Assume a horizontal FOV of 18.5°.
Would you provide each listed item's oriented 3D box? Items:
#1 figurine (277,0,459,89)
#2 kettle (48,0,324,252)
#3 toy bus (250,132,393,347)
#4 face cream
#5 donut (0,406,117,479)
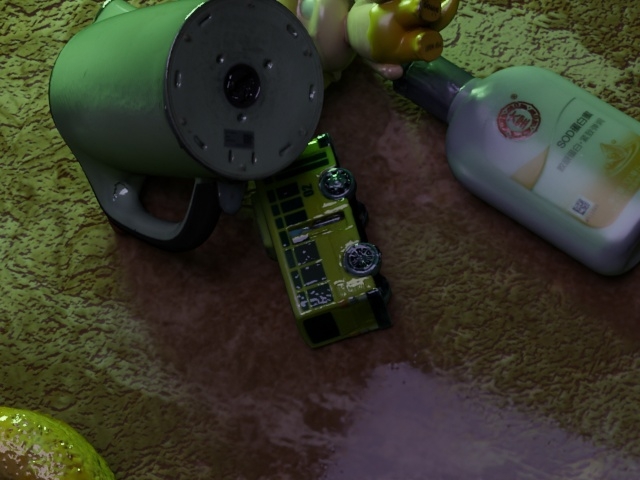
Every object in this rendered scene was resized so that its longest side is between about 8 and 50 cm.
[{"bbox_3d":[0.009,-0.204,1.854,0.246,0.131,0.156,10,108,37],"label":"figurine"},{"bbox_3d":[-0.137,-0.109,1.798,0.255,0.165,0.240,3,91,53],"label":"kettle"},{"bbox_3d":[0.000,0.000,1.793,0.101,0.088,0.175,-19,63,3],"label":"toy bus"},{"bbox_3d":[0.194,-0.090,1.803,0.291,0.071,0.144,36,77,25],"label":"face cream"},{"bbox_3d":[-0.283,0.262,1.724,0.253,0.118,0.253,0,76,2],"label":"donut"}]
